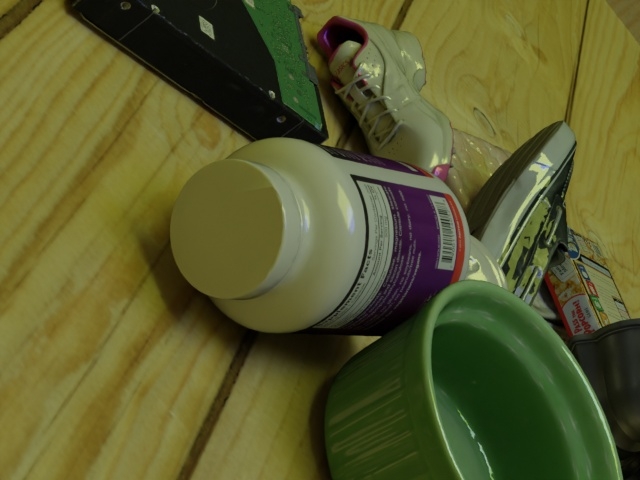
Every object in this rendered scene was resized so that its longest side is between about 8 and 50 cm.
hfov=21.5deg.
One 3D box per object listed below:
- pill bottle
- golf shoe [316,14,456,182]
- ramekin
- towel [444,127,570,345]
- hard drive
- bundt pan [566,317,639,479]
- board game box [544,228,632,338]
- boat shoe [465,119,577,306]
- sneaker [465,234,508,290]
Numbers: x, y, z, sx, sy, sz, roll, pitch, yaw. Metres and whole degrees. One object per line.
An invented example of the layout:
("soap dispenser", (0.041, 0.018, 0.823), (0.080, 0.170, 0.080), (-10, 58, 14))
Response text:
("pill bottle", (0.000, 0.000, 1.608), (0.323, 0.181, 0.181), (7, 52, -58))
("golf shoe", (0.070, -0.162, 2.048), (0.140, 0.115, 0.306), (24, 31, -32))
("ramekin", (0.143, 0.204, 1.606), (0.303, 0.148, 0.303), (33, 41, -35))
("towel", (0.264, -0.005, 2.244), (0.332, 0.053, 0.317), (16, 45, -55))
("hard drive", (-0.136, -0.252, 1.819), (0.339, 0.064, 0.237), (32, 33, -39))
("bundt pan", (0.413, 0.212, 1.954), (0.331, 0.331, 0.124), (32, 50, -41))
("board game box", (0.349, 0.076, 2.183), (0.147, 0.045, 0.193), (24, 40, -52))
("boat shoe", (0.245, -0.007, 2.056), (0.119, 0.121, 0.335), (42, 54, -11))
("sneaker", (0.152, 0.100, 1.833), (0.152, 0.114, 0.305), (3, 56, -61))
